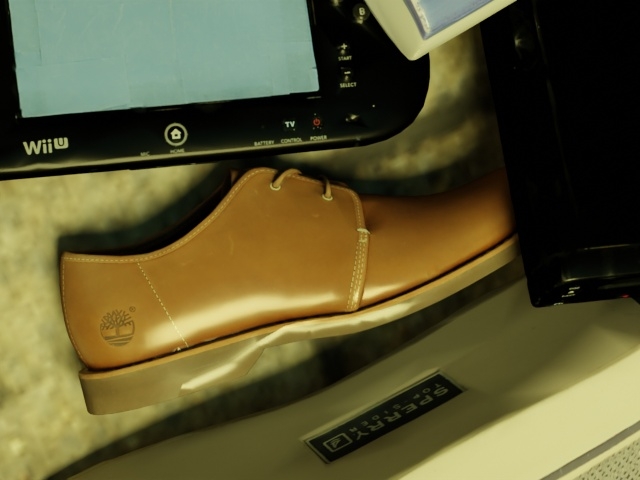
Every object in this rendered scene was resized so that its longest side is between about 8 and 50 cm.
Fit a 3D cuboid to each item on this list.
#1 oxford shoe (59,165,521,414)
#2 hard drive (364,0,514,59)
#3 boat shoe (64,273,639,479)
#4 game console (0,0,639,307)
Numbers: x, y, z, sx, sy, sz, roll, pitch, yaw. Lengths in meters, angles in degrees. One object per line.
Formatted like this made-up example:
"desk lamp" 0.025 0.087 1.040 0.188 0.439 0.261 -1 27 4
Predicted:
"oxford shoe" 0.000 0.000 0.629 0.212 0.076 0.076 -18 94 -16
"hard drive" 0.110 -0.235 0.611 0.318 0.040 0.210 -31 84 -14
"boat shoe" 0.013 0.146 0.626 0.340 0.127 0.158 -23 116 -9
"game console" 0.021 -0.073 0.603 0.361 0.044 0.213 -6 74 -11
